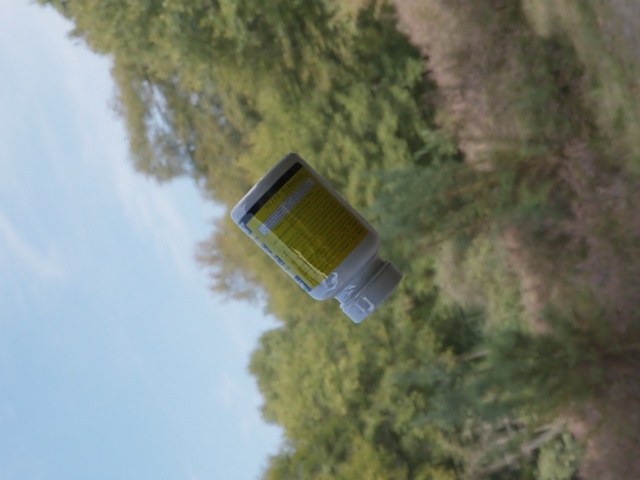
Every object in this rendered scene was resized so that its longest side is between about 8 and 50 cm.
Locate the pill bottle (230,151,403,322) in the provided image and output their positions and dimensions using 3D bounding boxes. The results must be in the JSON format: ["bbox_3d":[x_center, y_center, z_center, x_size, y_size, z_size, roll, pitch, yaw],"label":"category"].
[{"bbox_3d":[0.000,0.000,0.775,0.116,0.065,0.065,44,-172,-1],"label":"pill bottle"}]
